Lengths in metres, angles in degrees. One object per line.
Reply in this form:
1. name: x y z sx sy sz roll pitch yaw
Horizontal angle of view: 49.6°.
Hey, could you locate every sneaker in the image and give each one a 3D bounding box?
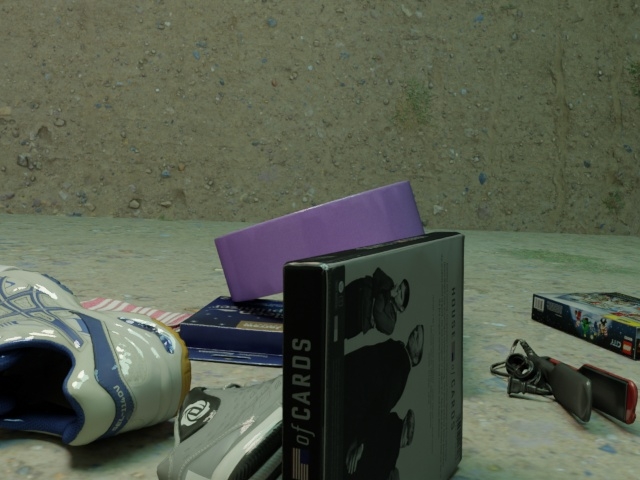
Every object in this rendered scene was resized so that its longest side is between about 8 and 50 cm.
1. sneaker: -0.025 0.109 0.504 0.132 0.086 0.228 -2 19 42
2. sneaker: -0.257 0.092 0.581 0.296 0.112 0.131 6 7 27

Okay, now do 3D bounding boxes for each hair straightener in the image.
1. hair straightener: 0.231 0.135 0.719 0.088 0.047 0.230 3 6 -4

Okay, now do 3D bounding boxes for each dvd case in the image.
1. dvd case: 0.045 0.090 0.424 0.029 0.180 0.238 2 5 26

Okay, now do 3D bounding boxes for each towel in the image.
1. towel: -0.273 0.099 0.890 0.196 0.029 0.144 6 6 28

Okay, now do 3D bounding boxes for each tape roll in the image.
1. tape roll: 0.000 0.000 0.935 0.274 0.090 0.275 -18 1 0

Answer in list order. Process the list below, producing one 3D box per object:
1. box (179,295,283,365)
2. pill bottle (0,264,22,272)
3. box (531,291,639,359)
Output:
1. box: -0.089 0.108 0.873 0.136 0.037 0.225 4 7 6
2. pill bottle: -0.425 0.062 0.762 0.186 0.112 0.112 5 6 12
3. box: 0.441 0.118 1.005 0.159 0.044 0.233 1 6 -16
